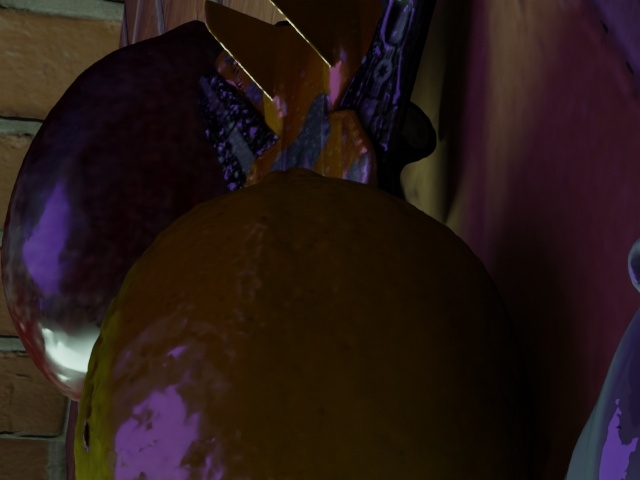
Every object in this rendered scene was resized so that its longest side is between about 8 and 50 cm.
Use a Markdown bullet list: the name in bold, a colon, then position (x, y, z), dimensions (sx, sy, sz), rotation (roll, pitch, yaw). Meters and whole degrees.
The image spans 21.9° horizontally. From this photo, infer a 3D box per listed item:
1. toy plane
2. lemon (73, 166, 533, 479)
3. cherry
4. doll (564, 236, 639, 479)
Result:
- **toy plane**: position (0.009, 0.002, 0.919), dimensions (0.204, 0.103, 0.316), rotation (-25, 67, 42)
- **lemon**: position (-0.006, 0.084, 0.749), dimensions (0.204, 0.204, 0.260), rotation (116, 159, -58)
- **cherry**: position (-0.095, -0.008, 1.104), dimensions (0.203, 0.230, 0.300), rotation (52, -143, -74)
- **doll**: position (0.114, 0.110, 0.497), dimensions (0.102, 0.075, 0.227), rotation (-5, 91, 61)
